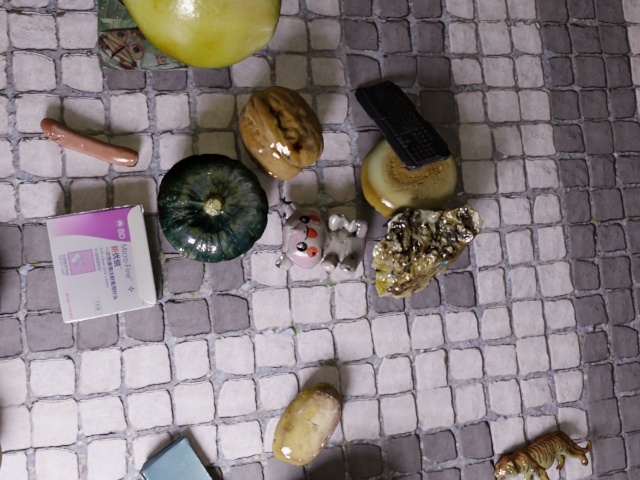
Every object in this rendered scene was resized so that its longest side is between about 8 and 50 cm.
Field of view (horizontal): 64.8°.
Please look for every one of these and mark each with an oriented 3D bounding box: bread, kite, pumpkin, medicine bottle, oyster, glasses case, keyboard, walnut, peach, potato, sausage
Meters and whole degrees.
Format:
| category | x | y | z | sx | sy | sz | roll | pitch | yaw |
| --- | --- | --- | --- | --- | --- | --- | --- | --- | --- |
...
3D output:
| category | x | y | z | sx | sy | sz | roll | pitch | yaw |
| --- | --- | --- | --- | --- | --- | --- | --- | --- | --- |
| bread | 0.187 | -0.132 | 1.065 | 0.214 | 0.104 | 0.213 | 3 | 72 | -11 |
| kite | -0.353 | -0.428 | 1.021 | 0.229 | 0.012 | 0.250 | 40 | 78 | -10 |
| pumpkin | -0.202 | -0.061 | 0.949 | 0.212 | 0.152 | 0.211 | 6 | 70 | -18 |
| medicine bottle | -0.406 | 0.039 | 0.950 | 0.171 | 0.052 | 0.200 | -9 | 89 | -13 |
| oyster | 0.208 | 0.033 | 1.026 | 0.215 | 0.083 | 0.222 | -10 | 127 | -9 |
| glasses case | -0.232 | 0.511 | 0.953 | 0.105 | 0.056 | 0.266 | -33 | 93 | -37 |
| keyboard | 0.166 | -0.246 | 1.046 | 0.106 | 0.016 | 0.262 | -18 | 56 | -14 |
| walnut | -0.081 | -0.215 | 0.996 | 0.156 | 0.155 | 0.184 | -33 | 98 | -13 |
| peach | -0.217 | -0.462 | 0.905 | 0.315 | 0.316 | 0.281 | 23 | 93 | -23 |
| potato | -0.024 | 0.357 | 0.989 | 0.107 | 0.080 | 0.170 | 33 | 75 | -7 |
| sausage | -0.443 | -0.185 | 0.965 | 0.187 | 0.043 | 0.043 | 20 | 81 | -10 |

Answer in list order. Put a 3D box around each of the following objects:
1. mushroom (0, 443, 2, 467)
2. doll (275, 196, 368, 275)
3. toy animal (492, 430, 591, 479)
| category | x | y | z | sx | sy | sz | roll | pitch | yaw |
| --- | --- | --- | --- | --- | --- | --- | --- | --- | --- |
| mushroom | -0.642 | 0.379 | 0.817 | 0.205 | 0.204 | 0.204 | 1 | 85 | -12 |
| doll | 0.000 | 0.000 | 1.020 | 0.192 | 0.095 | 0.149 | 13 | 76 | -9 |
| toy animal | 0.491 | 0.480 | 1.104 | 0.242 | 0.057 | 0.099 | -22 | 90 | -13 |
